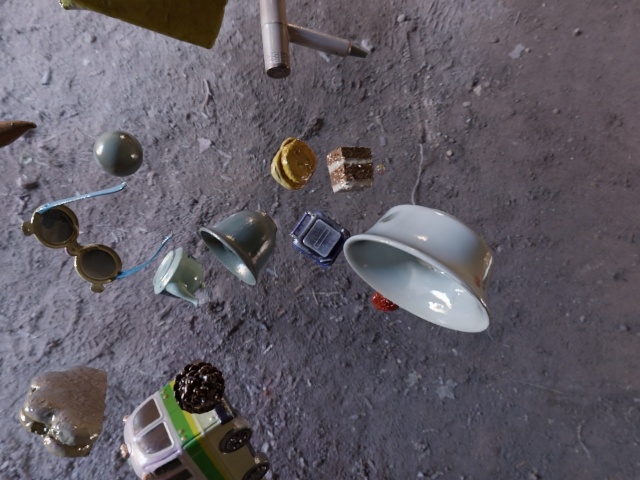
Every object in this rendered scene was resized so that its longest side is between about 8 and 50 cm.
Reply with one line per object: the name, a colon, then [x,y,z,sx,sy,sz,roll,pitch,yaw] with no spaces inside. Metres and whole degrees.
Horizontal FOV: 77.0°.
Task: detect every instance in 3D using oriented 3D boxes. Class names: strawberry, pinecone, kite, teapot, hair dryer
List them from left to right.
teapot: [-0.423,0.113,1.251,0.159,0.232,0.159,-7,121,-11]
pinecone: [-0.175,0.216,0.591,0.077,0.083,0.077,12,66,-30]
hair dryer: [-0.010,-0.431,0.819,0.220,0.053,0.195,-5,84,-14]
kite: [0.240,-0.285,1.538,0.044,0.002,0.078,42,119,6]
strawberry: [0.276,0.233,1.663,0.148,0.131,0.131,9,94,-12]

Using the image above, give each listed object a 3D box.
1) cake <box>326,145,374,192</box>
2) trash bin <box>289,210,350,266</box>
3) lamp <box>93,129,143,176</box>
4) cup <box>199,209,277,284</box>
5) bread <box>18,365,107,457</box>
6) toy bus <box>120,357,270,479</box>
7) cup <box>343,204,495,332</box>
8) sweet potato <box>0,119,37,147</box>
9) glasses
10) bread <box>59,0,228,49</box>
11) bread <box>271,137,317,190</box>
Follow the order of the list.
cake: [0.103,-0.244,1.410,0.134,0.135,0.147,-3,89,-20]
trash bin: [0.000,0.000,1.494,0.184,0.234,0.162,35,86,6]
lamp: [-0.456,-0.197,0.911,0.105,0.105,0.105,-1,96,-9]
cup: [-0.191,-0.004,1.049,0.199,0.199,0.150,47,67,-11]
bread: [-0.662,0.426,1.043,0.183,0.337,0.102,23,90,-28]
toy bus: [-0.209,0.382,0.721,0.179,0.143,0.305,-30,134,-23]
cup: [0.238,0.042,0.901,0.347,0.347,0.163,38,71,-11]
sweet potato: [-0.618,-0.172,0.646,0.281,0.059,0.067,-9,141,-27]
glasses: [-0.380,-0.022,0.734,0.220,0.088,0.189,-24,123,15]
bread: [-0.425,-0.642,0.967,0.361,0.233,0.245,3,127,-33]
bread: [-0.115,-0.347,1.831,0.198,0.120,0.236,39,63,-33]
